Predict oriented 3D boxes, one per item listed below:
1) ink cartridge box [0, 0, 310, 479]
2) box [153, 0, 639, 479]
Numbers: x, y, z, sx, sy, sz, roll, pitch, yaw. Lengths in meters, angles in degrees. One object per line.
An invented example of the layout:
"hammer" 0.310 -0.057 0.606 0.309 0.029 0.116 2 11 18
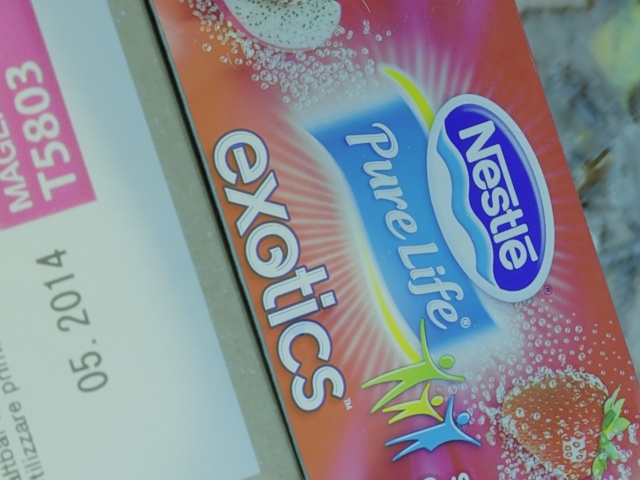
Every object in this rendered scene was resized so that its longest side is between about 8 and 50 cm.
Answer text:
"ink cartridge box" -0.100 -0.015 0.546 0.088 0.193 0.235 -19 93 -19
"box" 0.000 0.000 0.617 0.128 0.122 0.257 -19 93 -20
